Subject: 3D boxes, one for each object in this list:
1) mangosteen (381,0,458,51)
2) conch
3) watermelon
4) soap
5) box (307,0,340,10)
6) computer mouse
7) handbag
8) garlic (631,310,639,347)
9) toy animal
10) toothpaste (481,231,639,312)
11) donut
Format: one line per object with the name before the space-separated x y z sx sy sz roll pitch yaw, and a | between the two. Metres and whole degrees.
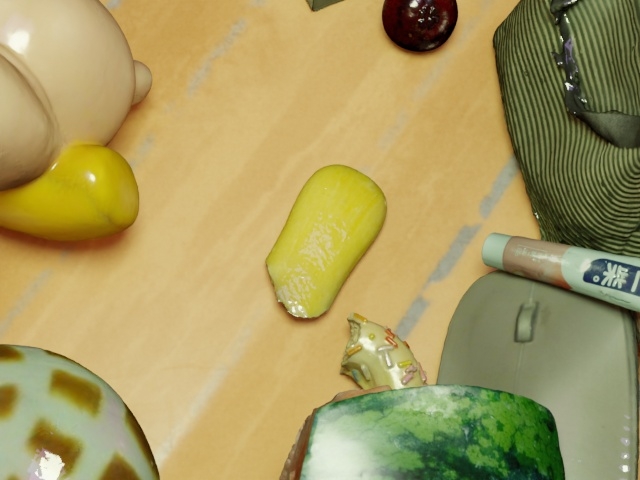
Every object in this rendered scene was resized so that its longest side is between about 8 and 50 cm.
mangosteen | 0.102 -0.234 1.566 0.081 0.081 0.081 2 69 -4
conch | -0.254 0.225 1.297 0.249 0.197 0.368 -37 74 19
watermelon | 0.024 0.272 1.234 0.319 0.222 0.292 -13 60 25
soap | 0.000 0.000 1.488 0.089 0.033 0.168 31 70 9
box | 0.067 -0.350 1.600 0.225 0.086 0.129 -22 72 -13
computer mouse | 0.190 0.166 1.375 0.197 0.095 0.331 -6 61 23
handbag | 0.324 -0.146 1.465 0.247 0.240 0.341 -5 68 -12
garlic | 0.383 0.118 1.380 0.199 0.199 0.226 7 59 -2
toy animal | -0.315 -0.157 1.382 0.277 0.345 0.247 9 77 34
toothpaste | 0.241 0.028 1.387 0.205 0.036 0.056 15 83 38
donut | 0.050 0.156 1.415 0.108 0.065 0.166 22 69 3
